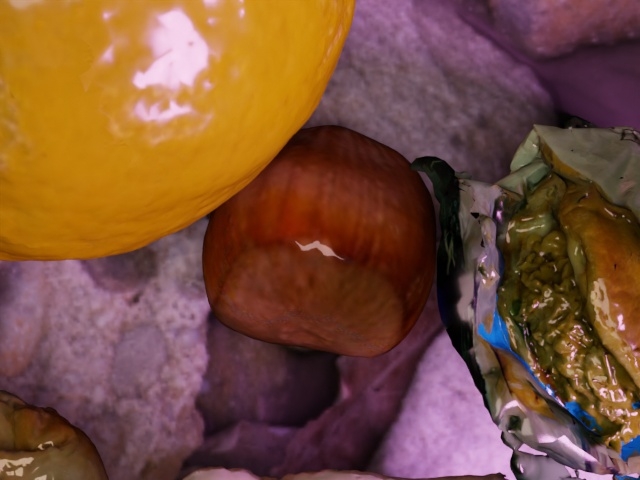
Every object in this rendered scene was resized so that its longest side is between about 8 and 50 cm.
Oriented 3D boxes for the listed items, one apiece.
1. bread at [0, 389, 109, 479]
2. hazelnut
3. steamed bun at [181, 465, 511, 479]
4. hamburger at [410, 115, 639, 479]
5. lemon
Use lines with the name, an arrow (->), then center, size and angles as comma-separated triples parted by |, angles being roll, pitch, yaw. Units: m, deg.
bread -> -0.191, 0.218, 1.048 | 0.152, 0.130, 0.267 | 2, 120, 18
hazelnut -> 0.000, 0.000, 1.053 | 0.150, 0.150, 0.150 | 0, 98, 1
steamed bun -> 0.012, 0.258, 0.995 | 0.280, 0.268, 0.207 | 3, 69, -5
hamburger -> 0.197, 0.030, 0.976 | 0.150, 0.276, 0.260 | -33, 79, 40
lemon -> -0.145, -0.151, 0.925 | 0.348, 0.348, 0.348 | 0, 98, 1
